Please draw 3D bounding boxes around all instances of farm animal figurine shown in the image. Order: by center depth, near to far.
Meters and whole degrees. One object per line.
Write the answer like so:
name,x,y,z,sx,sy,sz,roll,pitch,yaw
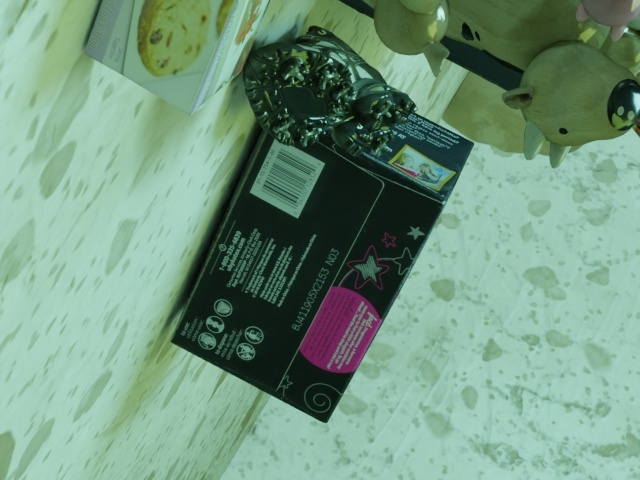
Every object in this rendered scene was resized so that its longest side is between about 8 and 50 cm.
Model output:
farm animal figurine,0.136,-0.149,0.973,0.172,0.330,0.327,-61,-154,13

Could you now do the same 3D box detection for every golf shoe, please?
golf shoe,-0.011,-0.120,1.155,0.077,0.094,0.198,-47,153,14

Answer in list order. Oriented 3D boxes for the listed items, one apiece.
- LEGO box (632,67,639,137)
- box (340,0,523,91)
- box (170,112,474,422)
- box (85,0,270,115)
LEGO box,0.393,-0.322,1.485,0.372,0.193,0.500,-54,-144,24
box,0.184,-0.316,1.304,0.343,0.179,0.312,-62,176,11
box,0.000,0.000,1.329,0.247,0.163,0.142,-64,177,28
box,-0.019,-0.206,0.665,0.324,0.067,0.063,-63,174,33
